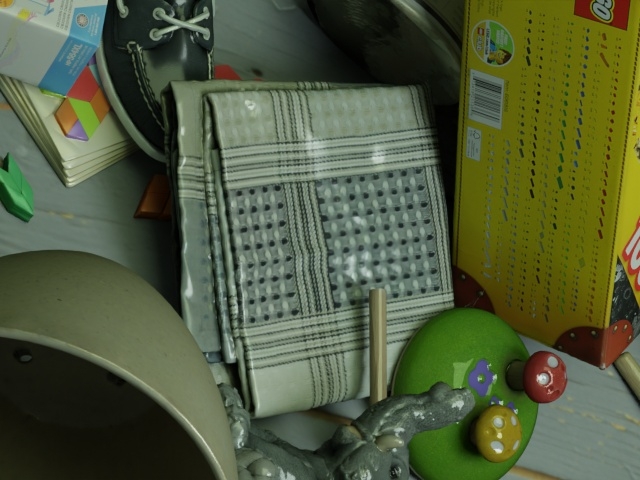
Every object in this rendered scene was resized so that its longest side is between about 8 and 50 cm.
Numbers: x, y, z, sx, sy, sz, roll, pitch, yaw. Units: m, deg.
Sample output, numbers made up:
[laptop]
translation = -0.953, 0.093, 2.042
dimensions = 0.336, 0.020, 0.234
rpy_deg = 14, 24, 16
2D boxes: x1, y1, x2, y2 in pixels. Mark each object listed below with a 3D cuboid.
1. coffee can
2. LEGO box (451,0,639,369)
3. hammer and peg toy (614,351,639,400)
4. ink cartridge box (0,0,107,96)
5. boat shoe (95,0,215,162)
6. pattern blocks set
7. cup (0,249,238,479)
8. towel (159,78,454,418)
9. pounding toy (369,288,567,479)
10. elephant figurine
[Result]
[coffee can]
translation = 0.144, -0.307, 1.662
dimensions = 0.201, 0.201, 0.275
rpy_deg = 41, 74, -13
[LEGO box]
translation = 0.314, -0.185, 1.603
dimensions = 0.193, 0.500, 0.372
rpy_deg = 23, 42, 30
[hammer and peg toy]
translation = 0.503, 0.150, 1.813
dimensions = 0.266, 0.127, 0.361
rpy_deg = 50, 50, -6
[ink cartridge box]
translation = -0.271, -0.208, 1.418
dimensions = 0.143, 0.090, 0.092
rpy_deg = 19, 57, -22
[boat shoe]
translation = -0.152, -0.223, 1.503
dimensions = 0.114, 0.091, 0.302
rpy_deg = -6, 73, -38
[pattern blocks set]
translation = -0.207, -0.146, 1.508
dimensions = 0.285, 0.026, 0.325
rpy_deg = 50, 50, -6
[cup]
translation = -0.211, 0.139, 1.219
dimensions = 0.331, 0.331, 0.237
rpy_deg = 38, 27, -16
[towel]
translation = 0.000, 0.000, 1.515
dimensions = 0.324, 0.056, 0.312
rpy_deg = -5, 91, -36
[pounding toy]
translation = 0.150, 0.151, 1.530
dimensions = 0.237, 0.110, 0.183
rpy_deg = 17, 79, -38
[elephant figurine]
translation = 0.002, 0.220, 1.389
dimensions = 0.239, 0.186, 0.169
rpy_deg = 12, 49, -22
